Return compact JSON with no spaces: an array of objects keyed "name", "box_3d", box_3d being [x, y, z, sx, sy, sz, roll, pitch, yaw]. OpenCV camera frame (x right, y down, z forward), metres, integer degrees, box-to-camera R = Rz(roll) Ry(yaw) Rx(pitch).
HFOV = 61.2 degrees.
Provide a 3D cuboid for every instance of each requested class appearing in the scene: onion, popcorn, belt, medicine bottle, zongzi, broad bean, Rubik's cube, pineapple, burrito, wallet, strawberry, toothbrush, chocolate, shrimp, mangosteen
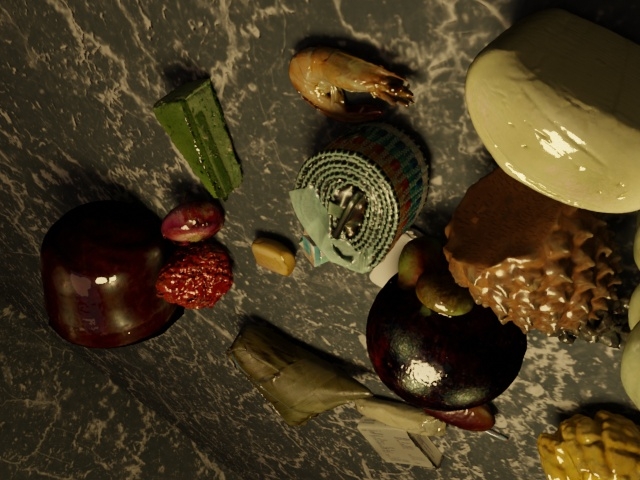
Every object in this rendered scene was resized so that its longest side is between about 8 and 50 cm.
[{"name":"onion","box_3d":[-0.308,-0.065,1.281,0.150,0.150,0.140,-41,62,52]},{"name":"popcorn","box_3d":[0.535,0.438,1.038,0.250,0.190,0.250,23,134,26]},{"name":"belt","box_3d":[0.064,-0.075,0.929,0.207,0.150,0.257,41,142,11]},{"name":"medicine bottle","box_3d":[0.221,0.572,1.536,0.201,0.052,0.171,-19,115,48]},{"name":"zongzi","box_3d":[-0.062,0.337,1.437,0.323,0.160,0.360,46,142,-11]},{"name":"broad bean","box_3d":[0.320,0.389,1.250,0.165,0.084,0.114,25,157,7]},{"name":"Rubik's cube","box_3d":[-0.002,0.002,1.126,0.073,0.084,0.075,44,134,39]},{"name":"pineapple","box_3d":[0.353,0.060,0.794,0.357,0.223,0.223,38,146,-28]},{"name":"burrito","box_3d":[0.198,0.457,1.432,0.275,0.059,0.082,7,124,36]},{"name":"wallet","box_3d":[0.161,0.044,1.066,0.095,0.033,0.190,30,142,9]},{"name":"strawberry","box_3d":[-0.329,0.092,1.382,0.187,0.201,0.184,27,118,39]},{"name":"toothbrush","box_3d":[0.364,0.443,1.320,0.193,0.013,0.019,22,131,21]},{"name":"chocolate","box_3d":[-0.565,0.057,1.451,0.383,0.383,0.331,19,123,23]},{"name":"shrimp","box_3d":[0.047,-0.235,0.858,0.236,0.053,0.133,20,137,27]},{"name":"mangosteen","box_3d":[0.212,0.146,0.930,0.288,0.288,0.288,22,139,20]}]

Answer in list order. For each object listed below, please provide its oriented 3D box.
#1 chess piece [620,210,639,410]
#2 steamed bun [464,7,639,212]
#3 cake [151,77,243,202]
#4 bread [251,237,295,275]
[{"name":"chess piece","box_3d":[0.440,0.069,0.623,0.182,0.330,0.182,23,140,21]},{"name":"steamed bun","box_3d":[0.290,-0.143,0.634,0.250,0.200,0.155,34,143,10]},{"name":"cake","box_3d":[-0.240,-0.198,1.090,0.099,0.100,0.235,11,134,33]},{"name":"bread","box_3d":[-0.104,0.031,1.248,0.115,0.056,0.082,15,137,37]}]
